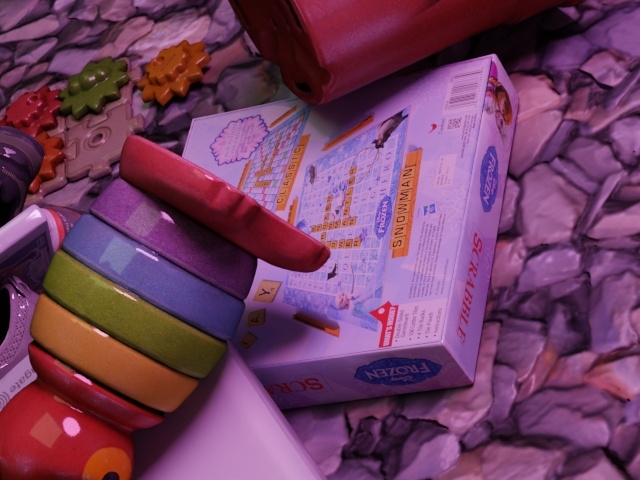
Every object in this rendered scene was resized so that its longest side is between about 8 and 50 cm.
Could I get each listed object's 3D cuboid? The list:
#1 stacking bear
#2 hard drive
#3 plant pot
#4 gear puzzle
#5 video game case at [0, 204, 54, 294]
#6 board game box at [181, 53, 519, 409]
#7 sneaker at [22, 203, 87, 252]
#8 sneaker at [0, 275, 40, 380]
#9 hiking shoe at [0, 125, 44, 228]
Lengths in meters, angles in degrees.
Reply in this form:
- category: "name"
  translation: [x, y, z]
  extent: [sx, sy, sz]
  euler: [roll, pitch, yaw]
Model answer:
- category: "stacking bear"
  translation: [-0.152, 0.080, 1.449]
  extent: [0.164, 0.175, 0.289]
  euler: [28, 87, 37]
- category: "hard drive"
  translation: [-0.135, 0.192, 1.497]
  extent: [0.233, 0.047, 0.353]
  euler: [-42, 49, 4]
- category: "plant pot"
  translation: [0.058, -0.268, 1.659]
  extent: [0.265, 0.272, 0.272]
  euler: [-30, 39, -13]
- category: "gear puzzle"
  translation: [-0.266, -0.123, 1.959]
  extent: [0.339, 0.044, 0.175]
  euler: [-23, 41, 14]
- category: "video game case"
  translation: [-0.321, 0.056, 1.714]
  extent: [0.183, 0.201, 0.023]
  euler: [-37, 80, -14]
- category: "board game box"
  translation: [0.000, 0.000, 1.637]
  extent: [0.318, 0.066, 0.319]
  euler: [-9, 47, 28]
- category: "sneaker"
  translation: [-0.283, -0.009, 1.866]
  extent: [0.065, 0.061, 0.158]
  euler: [-18, 14, -39]
- category: "sneaker"
  translation: [-0.346, 0.143, 1.699]
  extent: [0.281, 0.115, 0.105]
  euler: [-47, 41, -13]
- category: "hiking shoe"
  translation: [-0.333, 0.002, 1.770]
  extent: [0.086, 0.227, 0.114]
  euler: [22, 33, -2]
